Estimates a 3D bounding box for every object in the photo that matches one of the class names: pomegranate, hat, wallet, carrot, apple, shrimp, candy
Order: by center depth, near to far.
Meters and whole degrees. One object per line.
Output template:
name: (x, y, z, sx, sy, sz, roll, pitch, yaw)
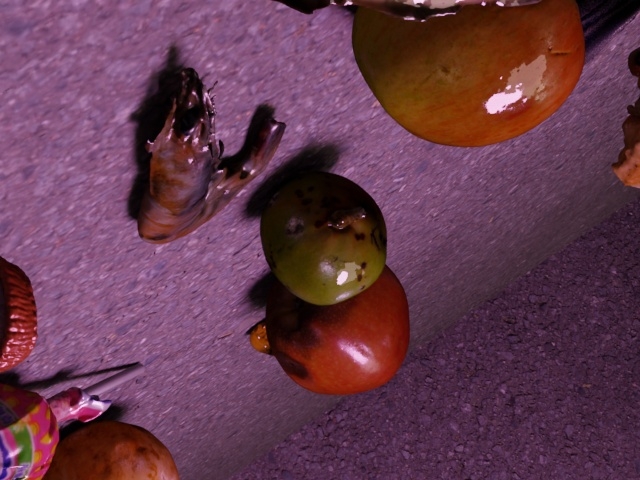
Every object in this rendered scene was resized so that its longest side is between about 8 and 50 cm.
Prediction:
hat: (-0.305, 0.049, 0.699, 0.162, 0.112, 0.093, 11, 103, -56)
apple: (0.122, -0.173, 0.785, 0.196, 0.196, 0.196, -34, 164, -11)
shrimp: (-0.091, -0.085, 0.836, 0.169, 0.058, 0.296, -37, 170, -26)
pomegranate: (0.006, -0.006, 1.099, 0.156, 0.156, 0.220, -38, -178, 5)
candy: (-0.315, 0.204, 1.130, 0.124, 0.124, 0.365, -42, 172, 18)
wallet: (0.319, -0.251, 1.231, 0.221, 0.071, 0.262, -39, 168, -9)
apple: (0.019, 0.114, 1.364, 0.230, 0.230, 0.230, -34, 164, -11)
pomegranate: (-0.320, 0.393, 1.373, 0.248, 0.248, 0.248, -34, 164, -11)
carrot: (-0.052, 0.175, 1.636, 0.070, 0.070, 0.260, -40, 162, 10)

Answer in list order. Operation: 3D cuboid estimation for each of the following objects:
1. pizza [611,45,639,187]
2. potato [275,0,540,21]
pizza: (0.462, -0.307, 1.073, 0.406, 0.130, 0.440, -69, -174, -52)
potato: (0.051, -0.240, 0.408, 0.286, 0.242, 0.242, -10, 155, -19)
